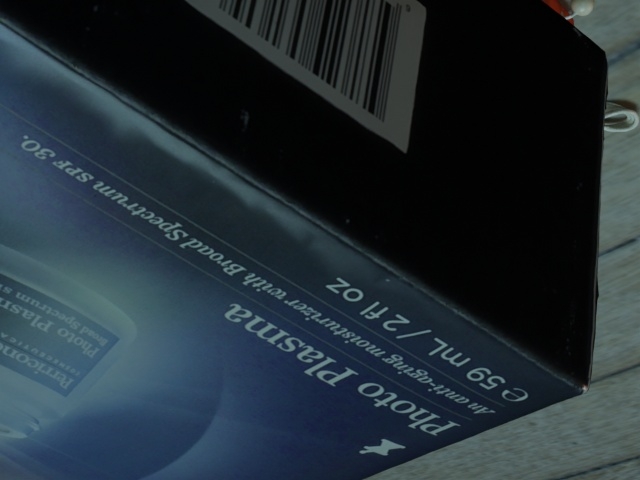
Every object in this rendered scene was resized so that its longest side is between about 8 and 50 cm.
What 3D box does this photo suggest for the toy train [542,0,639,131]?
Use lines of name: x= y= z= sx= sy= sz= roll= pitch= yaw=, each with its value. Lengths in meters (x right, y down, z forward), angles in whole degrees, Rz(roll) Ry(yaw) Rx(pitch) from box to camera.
toy train: x=0.112 y=-0.080 z=0.883 sx=0.125 sy=0.046 sz=0.166 roll=-8 pitch=152 yaw=28

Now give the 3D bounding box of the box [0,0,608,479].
box: x=-0.090 y=-0.024 z=0.640 sx=0.296 sy=0.182 sz=0.294 roll=32 pitch=140 yaw=-28
